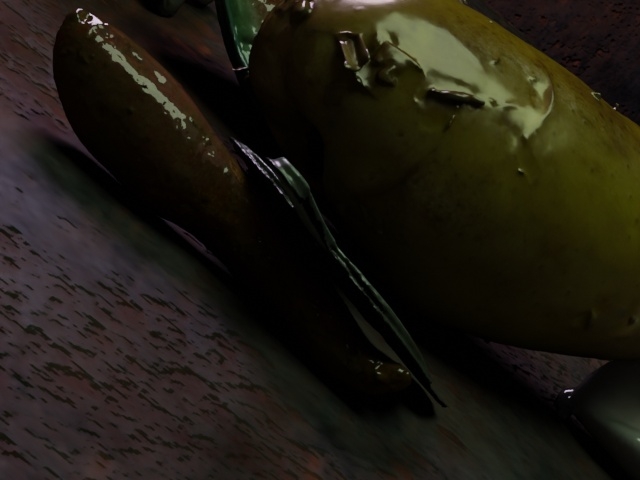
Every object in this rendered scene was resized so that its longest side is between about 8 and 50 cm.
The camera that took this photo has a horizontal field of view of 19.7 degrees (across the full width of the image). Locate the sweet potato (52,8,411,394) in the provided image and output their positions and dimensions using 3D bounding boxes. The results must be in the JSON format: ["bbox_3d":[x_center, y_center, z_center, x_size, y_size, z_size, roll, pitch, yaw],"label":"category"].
[{"bbox_3d":[-0.042,-0.011,0.794,0.214,0.050,0.050,48,14,0],"label":"sweet potato"}]

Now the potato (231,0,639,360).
[{"bbox_3d":[0.089,-0.033,0.977,0.300,0.140,0.173,30,43,-26],"label":"potato"}]

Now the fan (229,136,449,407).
[{"bbox_3d":[0.000,0.000,0.793,0.152,0.008,0.227,51,-4,17],"label":"fan"}]

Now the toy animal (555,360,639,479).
[{"bbox_3d":[0.243,0.134,0.916,0.208,0.154,0.325,14,1,-18],"label":"toy animal"}]

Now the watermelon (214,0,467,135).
[{"bbox_3d":[0.008,-0.082,1.080,0.231,0.128,0.146,21,52,-25],"label":"watermelon"}]

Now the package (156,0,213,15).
[{"bbox_3d":[-0.058,-0.254,1.173,0.040,0.232,0.166,15,7,8],"label":"package"}]
